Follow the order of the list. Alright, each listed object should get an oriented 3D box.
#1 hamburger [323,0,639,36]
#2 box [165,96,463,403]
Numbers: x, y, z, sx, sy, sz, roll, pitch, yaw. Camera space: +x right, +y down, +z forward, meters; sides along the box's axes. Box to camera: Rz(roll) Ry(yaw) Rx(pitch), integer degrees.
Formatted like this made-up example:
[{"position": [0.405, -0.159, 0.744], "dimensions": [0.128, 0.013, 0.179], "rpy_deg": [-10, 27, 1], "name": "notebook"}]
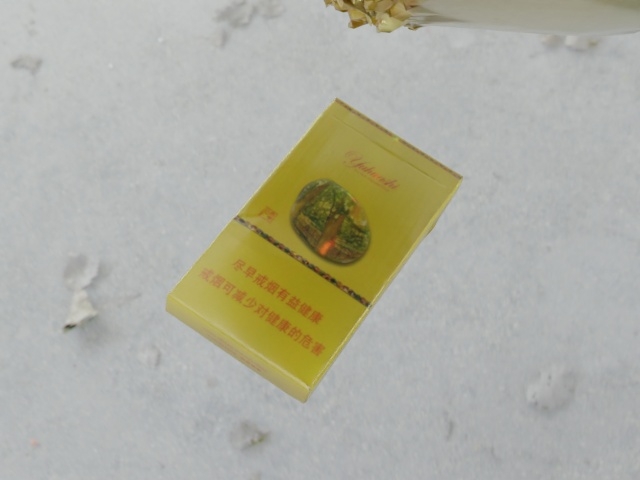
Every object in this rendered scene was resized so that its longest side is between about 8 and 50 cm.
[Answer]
[{"position": [0.065, -0.206, 0.328], "dimensions": [0.179, 0.276, 0.294], "rpy_deg": [16, 92, -7], "name": "hamburger"}, {"position": [0.000, 0.000, 0.547], "dimensions": [0.087, 0.023, 0.155], "rpy_deg": [32, 61, 12], "name": "box"}]
